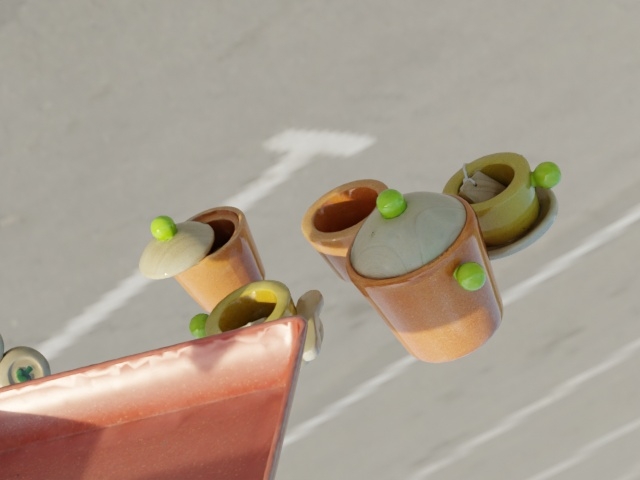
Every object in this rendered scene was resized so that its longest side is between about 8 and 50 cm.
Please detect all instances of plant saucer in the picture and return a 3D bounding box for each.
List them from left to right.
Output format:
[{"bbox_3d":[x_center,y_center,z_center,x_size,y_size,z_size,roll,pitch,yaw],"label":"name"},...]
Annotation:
[{"bbox_3d":[-0.134,0.162,0.977,0.259,0.258,0.048,-15,121,19],"label":"plant saucer"}]

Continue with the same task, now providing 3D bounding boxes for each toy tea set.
[{"bbox_3d":[0.000,0.000,1.255,0.336,0.200,0.124,-12,124,26],"label":"toy tea set"}]

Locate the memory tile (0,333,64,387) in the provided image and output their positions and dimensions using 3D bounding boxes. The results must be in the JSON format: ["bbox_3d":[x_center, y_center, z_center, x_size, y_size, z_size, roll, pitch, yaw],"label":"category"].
[{"bbox_3d":[-0.201,0.131,1.164,0.113,0.148,0.012,-63,-160,-12],"label":"memory tile"}]
